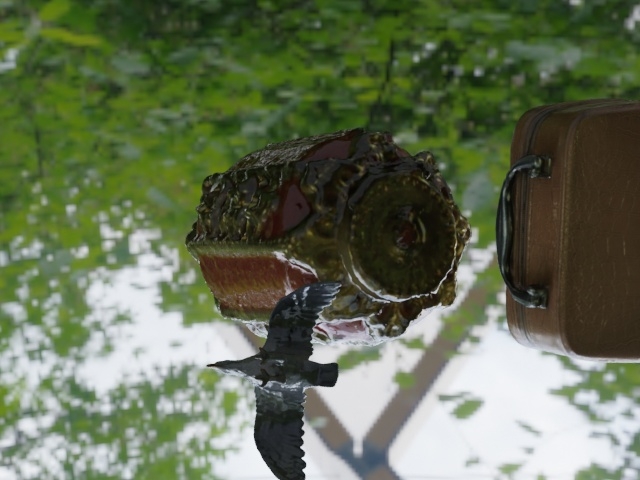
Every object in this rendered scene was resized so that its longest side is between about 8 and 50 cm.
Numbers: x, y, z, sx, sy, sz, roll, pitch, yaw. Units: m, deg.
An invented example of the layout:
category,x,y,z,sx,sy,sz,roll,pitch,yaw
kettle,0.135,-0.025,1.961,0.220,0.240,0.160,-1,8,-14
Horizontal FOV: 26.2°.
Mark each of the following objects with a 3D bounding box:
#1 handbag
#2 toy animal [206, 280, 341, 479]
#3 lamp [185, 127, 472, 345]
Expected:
category,x,y,z,sx,sy,sz,roll,pitch,yaw
handbag,0.204,-0.006,1.008,0.151,0.193,0.072,-4,-171,-31
toy animal,-0.020,0.053,0.545,0.050,0.084,0.028,14,168,-10
lamp,0.000,0.000,1.123,0.177,0.177,0.274,-15,-174,-29
